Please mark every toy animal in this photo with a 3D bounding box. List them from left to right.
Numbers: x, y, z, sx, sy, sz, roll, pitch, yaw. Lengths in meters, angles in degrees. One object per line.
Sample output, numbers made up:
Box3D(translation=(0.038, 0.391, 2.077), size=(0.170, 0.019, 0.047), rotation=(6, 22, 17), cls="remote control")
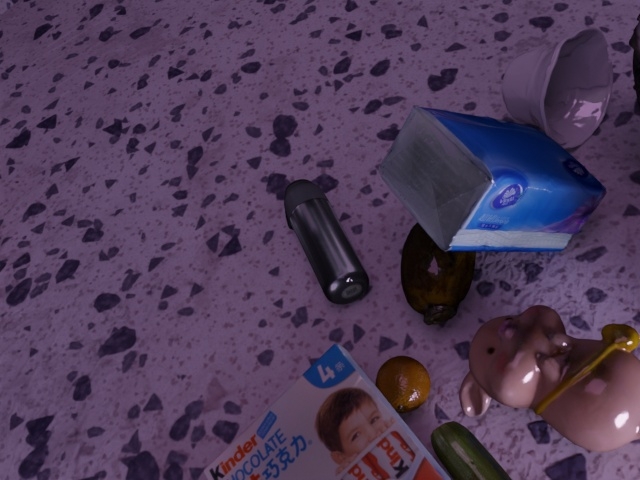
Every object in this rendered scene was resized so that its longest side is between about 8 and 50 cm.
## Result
Box3D(translation=(0.313, 0.173, 0.810), size=(0.248, 0.149, 0.165), rotation=(20, 48, 38), cls="toy animal")

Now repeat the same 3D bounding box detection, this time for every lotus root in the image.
Box3D(translation=(0.180, 0.029, 0.971), size=(0.120, 0.120, 0.209), rotation=(-1, 57, 19), cls="lotus root")

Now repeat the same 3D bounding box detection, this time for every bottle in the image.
Box3D(translation=(0.000, 0.000, 1.088), size=(0.096, 0.079, 0.254), rotation=(-52, 46, 30), cls="bottle")

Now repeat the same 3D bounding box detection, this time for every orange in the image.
Box3D(translation=(0.117, 0.205, 0.896), size=(0.085, 0.085, 0.085), rotation=(-10, 53, 13), cls="orange")

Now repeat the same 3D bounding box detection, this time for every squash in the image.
Box3D(translation=(0.219, 0.323, 0.782), size=(0.066, 0.066, 0.229), rotation=(-34, 52, -6), cls="squash")

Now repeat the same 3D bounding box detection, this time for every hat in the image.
Box3D(translation=(0.396, -0.264, 1.089), size=(0.203, 0.203, 0.126), rotation=(-48, 36, -16), cls="hat")

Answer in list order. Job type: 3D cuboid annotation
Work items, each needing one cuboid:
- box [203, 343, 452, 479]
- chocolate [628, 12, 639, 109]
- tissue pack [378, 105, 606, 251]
Box3D(translation=(0.003, 0.322, 0.838), size=(0.273, 0.048, 0.265), rotation=(-45, 52, 2), cls="box")
Box3D(translation=(0.610, -0.225, 0.941), size=(0.303, 0.213, 0.303), rotation=(-9, 54, 12), cls="chocolate")
Box3D(translation=(0.254, -0.089, 0.935), size=(0.263, 0.146, 0.198), rotation=(2, 39, -36), cls="tissue pack")
